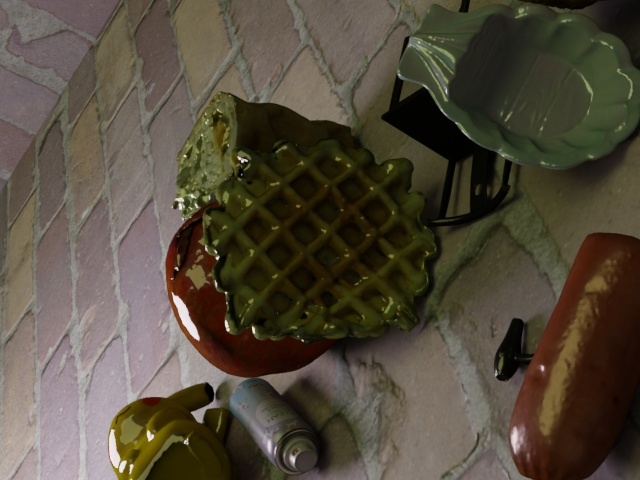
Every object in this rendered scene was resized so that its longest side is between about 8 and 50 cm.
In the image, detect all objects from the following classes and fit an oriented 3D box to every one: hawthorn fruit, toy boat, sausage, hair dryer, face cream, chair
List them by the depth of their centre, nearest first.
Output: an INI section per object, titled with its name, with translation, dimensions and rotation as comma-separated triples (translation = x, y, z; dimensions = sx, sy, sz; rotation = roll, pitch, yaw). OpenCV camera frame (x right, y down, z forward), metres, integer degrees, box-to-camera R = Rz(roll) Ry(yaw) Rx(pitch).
[sausage]
translation = 0.269, 0.124, 1.244
dimensions = 0.113, 0.114, 0.259
rotation = 8, 73, 63
[hair dryer]
translation = 0.238, 0.123, 1.403
dimensions = 0.083, 0.031, 0.079
rotation = -8, 50, 43
[toy boat]
translation = 0.242, -0.183, 1.481
dimensions = 0.199, 0.290, 0.100
rotation = -61, -15, -11
[chair]
translation = 0.179, -0.167, 1.641
dimensions = 0.154, 0.141, 0.260
rotation = -30, 39, 49
[face cream]
translation = -0.061, 0.268, 1.752
dimensions = 0.075, 0.075, 0.229
rotation = -62, 27, 3
[hawthorn fruit]
translation = -0.090, 0.070, 1.803
dimensions = 0.307, 0.276, 0.276
rotation = 116, 175, -79

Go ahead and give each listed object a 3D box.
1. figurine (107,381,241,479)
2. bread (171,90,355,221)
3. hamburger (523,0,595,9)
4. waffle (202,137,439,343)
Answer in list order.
[figurine]
translation = -0.230, 0.324, 1.911
dimensions = 0.218, 0.169, 0.327
rotation = -49, 28, -6
[bread]
translation = -0.086, -0.100, 1.944
dimensions = 0.196, 0.252, 0.238
rotation = -23, 52, 48
[hamburger]
translation = 0.336, -0.333, 1.468
dimensions = 0.206, 0.183, 0.130
rotation = -26, 79, 40
[waffle]
translation = 0.000, 0.000, 1.652
dimensions = 0.073, 0.317, 0.297
rotation = 116, 154, -67
